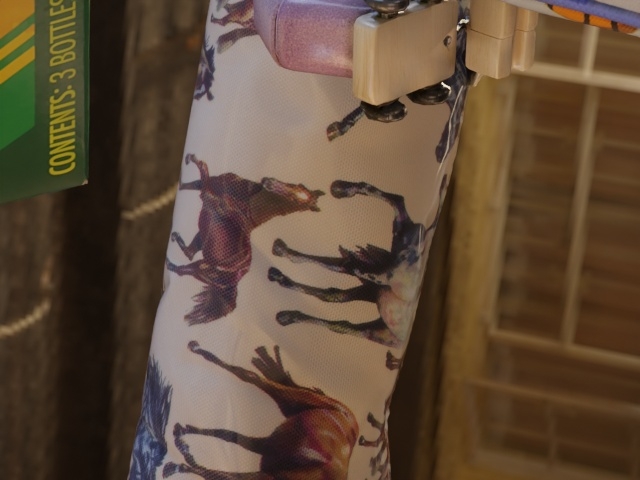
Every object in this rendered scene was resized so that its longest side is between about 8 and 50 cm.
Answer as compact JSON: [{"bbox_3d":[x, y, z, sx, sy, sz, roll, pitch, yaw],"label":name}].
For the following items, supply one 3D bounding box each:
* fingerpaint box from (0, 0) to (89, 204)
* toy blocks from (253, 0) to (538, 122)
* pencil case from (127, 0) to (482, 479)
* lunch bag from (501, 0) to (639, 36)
[{"bbox_3d":[-0.283,-0.189,0.726,0.371,0.163,0.444,-15,-45,-24],"label":"fingerpaint box"},{"bbox_3d":[0.037,-0.271,0.988,0.289,0.260,0.309,-23,-55,-39],"label":"toy blocks"},{"bbox_3d":[0.000,0.000,1.142,0.160,0.184,0.410,-147,68,-85],"label":"pencil case"},{"bbox_3d":[0.087,-0.196,0.583,0.115,0.303,0.243,-36,-40,-50],"label":"lunch bag"}]
